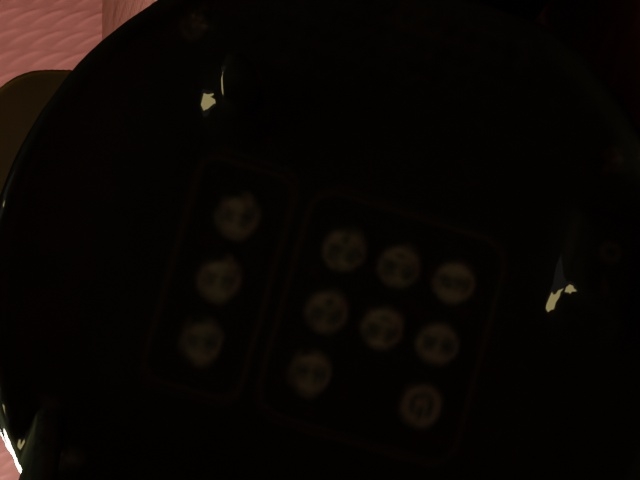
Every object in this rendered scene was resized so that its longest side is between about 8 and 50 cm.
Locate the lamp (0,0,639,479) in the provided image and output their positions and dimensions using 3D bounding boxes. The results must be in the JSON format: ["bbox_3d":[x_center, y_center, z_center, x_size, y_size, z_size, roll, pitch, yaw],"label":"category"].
[{"bbox_3d":[-0.014,0.036,0.606,0.272,0.205,0.374,125,159,-63],"label":"lamp"}]

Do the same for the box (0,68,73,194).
[{"bbox_3d":[-0.064,-0.011,0.878,0.090,0.201,0.144,-132,43,-78],"label":"box"}]
